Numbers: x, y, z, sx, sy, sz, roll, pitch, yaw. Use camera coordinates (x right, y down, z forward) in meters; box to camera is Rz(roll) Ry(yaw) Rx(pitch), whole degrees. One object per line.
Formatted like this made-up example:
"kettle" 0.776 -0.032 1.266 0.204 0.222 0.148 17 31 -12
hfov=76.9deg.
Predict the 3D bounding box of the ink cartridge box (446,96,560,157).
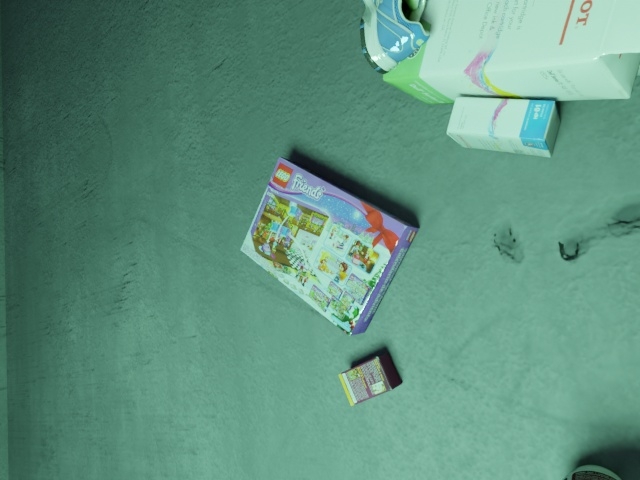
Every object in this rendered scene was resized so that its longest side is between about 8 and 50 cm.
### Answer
"ink cartridge box" 0.246 -0.153 0.543 0.122 0.088 0.052 16 95 34

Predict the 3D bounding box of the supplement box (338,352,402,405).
"supplement box" 0.080 0.224 0.654 0.083 0.043 0.055 -34 68 29

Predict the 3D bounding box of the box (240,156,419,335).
"box" 0.000 0.000 0.718 0.293 0.057 0.201 34 106 32

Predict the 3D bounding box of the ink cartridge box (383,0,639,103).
"ink cartridge box" 0.262 -0.281 0.477 0.353 0.119 0.207 21 99 49

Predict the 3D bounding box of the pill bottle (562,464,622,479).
"pill bottle" 0.300 0.303 0.432 0.085 0.152 0.086 -3 85 34

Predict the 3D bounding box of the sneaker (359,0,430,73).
"sneaker" 0.098 -0.334 0.535 0.081 0.080 0.212 -11 84 42

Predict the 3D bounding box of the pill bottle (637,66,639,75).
"pill bottle" 0.405 -0.221 0.453 0.120 0.067 0.067 -9 81 34
